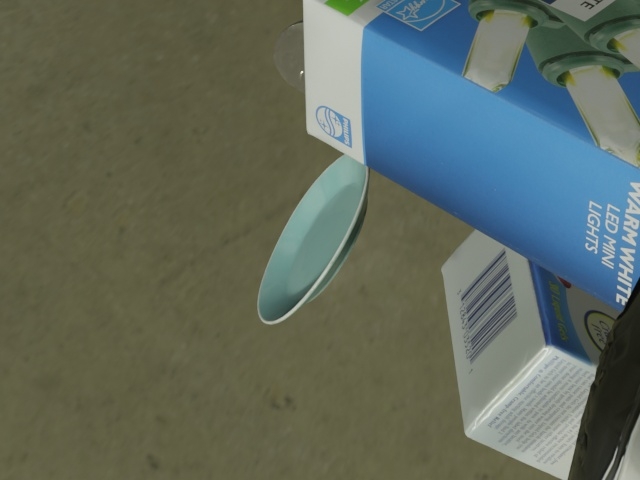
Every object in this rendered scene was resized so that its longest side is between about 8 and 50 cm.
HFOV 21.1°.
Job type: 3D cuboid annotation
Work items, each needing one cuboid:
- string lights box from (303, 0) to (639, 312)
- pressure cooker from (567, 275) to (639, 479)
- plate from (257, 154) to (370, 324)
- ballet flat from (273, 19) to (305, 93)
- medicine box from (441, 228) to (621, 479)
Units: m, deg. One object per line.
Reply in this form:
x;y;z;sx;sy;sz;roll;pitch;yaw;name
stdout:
0.132;-0.045;0.675;0.260;0.133;0.077;31;142;31;string lights box
0.302;0.124;0.396;0.370;0.420;0.375;-8;117;-27;pressure cooker
0.000;0.000;1.626;0.024;0.188;0.188;30;110;-17;plate
0.079;-0.160;1.557;0.250;0.058;0.084;6;112;20;ballet flat
0.293;0.123;1.834;0.289;0.263;0.149;25;124;-22;medicine box
